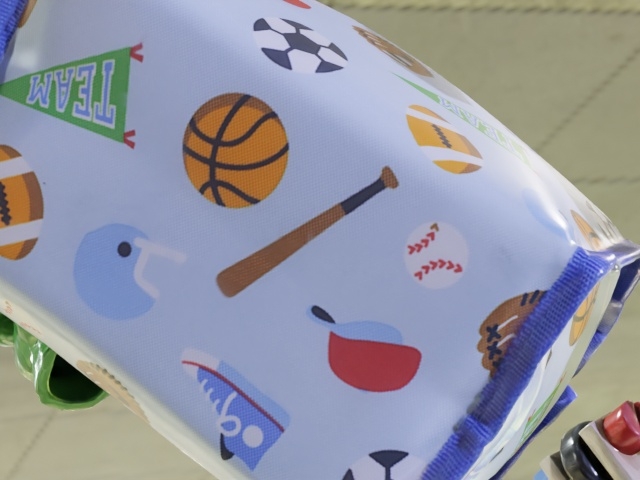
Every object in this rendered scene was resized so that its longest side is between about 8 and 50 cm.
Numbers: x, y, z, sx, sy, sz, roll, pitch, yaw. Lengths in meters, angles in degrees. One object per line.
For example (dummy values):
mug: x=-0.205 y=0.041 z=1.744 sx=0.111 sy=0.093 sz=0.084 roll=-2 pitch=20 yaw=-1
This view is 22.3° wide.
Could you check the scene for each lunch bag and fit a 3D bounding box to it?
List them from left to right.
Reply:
lunch bag: x=0.000 y=0.000 z=0.912 sx=0.239 sy=0.328 sz=0.385 roll=-56 pitch=169 yaw=14

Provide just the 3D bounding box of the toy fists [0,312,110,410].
toy fists: x=-0.186 y=-0.011 z=1.205 sx=0.096 sy=0.142 sz=0.279 roll=-3 pitch=132 yaw=-31

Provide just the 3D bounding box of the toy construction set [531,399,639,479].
toy construction set: x=0.268 y=0.265 z=1.231 sx=0.308 sy=0.237 sz=0.257 roll=-25 pitch=148 yaw=19
